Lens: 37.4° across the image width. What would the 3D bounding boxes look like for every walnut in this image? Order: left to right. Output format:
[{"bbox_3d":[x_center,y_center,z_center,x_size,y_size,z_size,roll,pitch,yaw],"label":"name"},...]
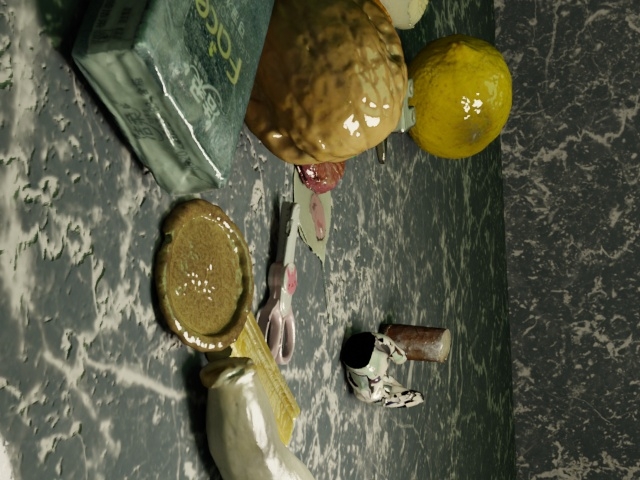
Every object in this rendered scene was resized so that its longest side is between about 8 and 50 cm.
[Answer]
[{"bbox_3d":[-0.005,-0.230,1.292,0.224,0.257,0.257,-175,-97,-85],"label":"walnut"}]

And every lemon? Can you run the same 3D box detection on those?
[{"bbox_3d":[0.303,-0.314,2.114,0.310,0.253,0.253,92,12,-44],"label":"lemon"}]

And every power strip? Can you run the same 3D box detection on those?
[{"bbox_3d":[0.130,-0.293,1.808,0.251,0.092,0.257,-56,142,-70],"label":"power strip"}]

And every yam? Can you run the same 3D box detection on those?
[{"bbox_3d":[0.187,0.208,1.913,0.079,0.141,0.079,2,90,-67],"label":"yam"}]

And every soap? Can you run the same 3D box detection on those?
[{"bbox_3d":[-0.087,0.198,1.294,0.252,0.037,0.092,70,28,-42],"label":"soap"}]

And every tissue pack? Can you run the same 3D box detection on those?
[{"bbox_3d":[-0.149,-0.242,1.052,0.228,0.103,0.315,60,33,-50],"label":"tissue pack"}]

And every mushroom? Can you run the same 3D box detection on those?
[{"bbox_3d":[-0.076,0.291,1.229,0.109,0.097,0.351,-38,128,-24],"label":"mushroom"}]

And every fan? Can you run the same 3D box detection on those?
[{"bbox_3d":[0.001,0.000,1.589,0.182,0.010,0.310,-47,131,-63],"label":"fan"}]

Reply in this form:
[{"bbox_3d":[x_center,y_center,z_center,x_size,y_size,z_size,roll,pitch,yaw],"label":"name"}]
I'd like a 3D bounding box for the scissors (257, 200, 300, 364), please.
[{"bbox_3d":[-0.056,0.061,1.399,0.118,0.030,0.242,37,57,-67],"label":"scissors"}]

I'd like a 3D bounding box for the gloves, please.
[{"bbox_3d":[0.113,0.251,1.757,0.212,0.111,0.127,61,9,-47],"label":"gloves"}]

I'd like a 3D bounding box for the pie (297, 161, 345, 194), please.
[{"bbox_3d":[0.000,-0.146,1.549,0.153,0.038,0.153,-6,90,-68],"label":"pie"}]

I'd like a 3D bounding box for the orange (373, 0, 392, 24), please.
[{"bbox_3d":[0.038,-0.309,1.496,0.193,0.161,0.193,4,90,-72],"label":"orange"}]

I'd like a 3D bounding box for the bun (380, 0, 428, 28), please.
[{"bbox_3d":[0.154,-0.558,1.860,0.287,0.146,0.287,16,90,-79],"label":"bun"}]

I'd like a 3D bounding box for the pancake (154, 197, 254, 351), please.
[{"bbox_3d":[-0.138,0.042,1.152,0.199,0.021,0.199,25,61,-58],"label":"pancake"}]
